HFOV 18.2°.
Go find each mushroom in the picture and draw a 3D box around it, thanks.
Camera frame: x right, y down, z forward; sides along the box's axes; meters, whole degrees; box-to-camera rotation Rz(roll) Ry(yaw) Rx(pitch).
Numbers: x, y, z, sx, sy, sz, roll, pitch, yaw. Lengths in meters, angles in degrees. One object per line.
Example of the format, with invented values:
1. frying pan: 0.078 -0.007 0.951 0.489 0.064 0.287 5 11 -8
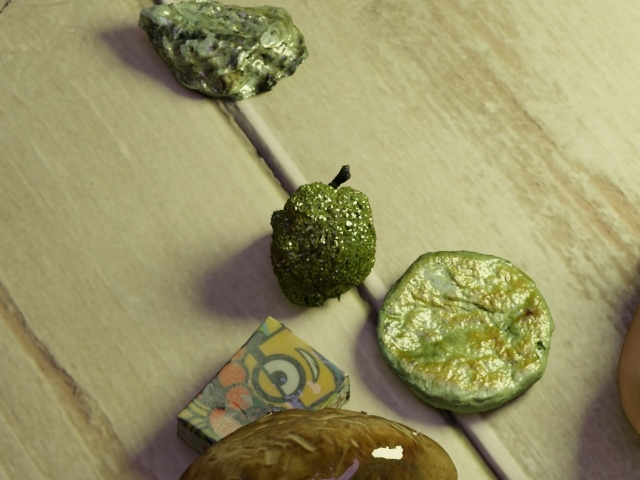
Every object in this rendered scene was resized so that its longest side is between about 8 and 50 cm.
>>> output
1. mushroom: 0.011 0.227 1.865 0.285 0.151 0.156 -7 83 -25

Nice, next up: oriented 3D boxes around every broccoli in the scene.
1. broccoli: 0.000 0.000 2.052 0.130 0.131 0.120 -40 29 -20

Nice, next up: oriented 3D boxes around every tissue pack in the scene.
1. tissue pack: -0.056 0.165 1.979 0.108 0.060 0.148 36 66 17

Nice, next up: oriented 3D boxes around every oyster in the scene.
1. oyster: -0.105 -0.217 2.196 0.177 0.064 0.125 -9 57 -11

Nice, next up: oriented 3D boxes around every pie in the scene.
1. pie: 0.149 0.091 2.045 0.186 0.041 0.187 1 60 -2

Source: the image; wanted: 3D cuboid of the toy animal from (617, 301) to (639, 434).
1. toy animal: 0.417 0.063 1.985 0.237 0.269 0.326 26 94 12
